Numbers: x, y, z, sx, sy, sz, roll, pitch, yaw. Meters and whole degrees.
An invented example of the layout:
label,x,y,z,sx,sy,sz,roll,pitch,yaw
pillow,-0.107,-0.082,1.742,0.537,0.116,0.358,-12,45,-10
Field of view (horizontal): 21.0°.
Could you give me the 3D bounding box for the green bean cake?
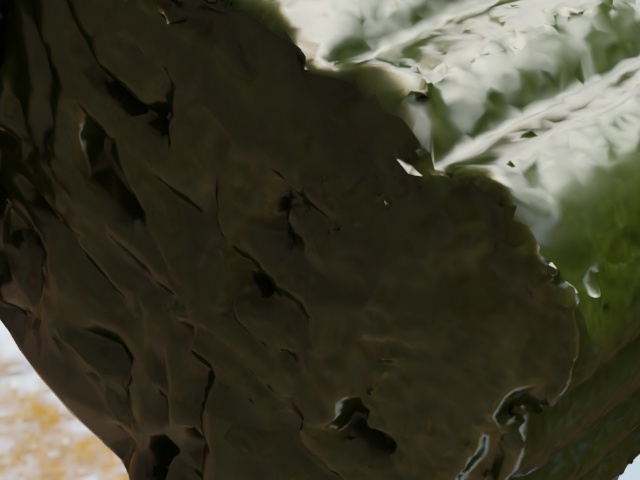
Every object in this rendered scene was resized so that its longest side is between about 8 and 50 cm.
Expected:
label,x,y,z,sx,sy,sz,roll,pitch,yaw
green bean cake,0.000,0.000,0.758,0.319,0.218,0.335,39,-37,24
